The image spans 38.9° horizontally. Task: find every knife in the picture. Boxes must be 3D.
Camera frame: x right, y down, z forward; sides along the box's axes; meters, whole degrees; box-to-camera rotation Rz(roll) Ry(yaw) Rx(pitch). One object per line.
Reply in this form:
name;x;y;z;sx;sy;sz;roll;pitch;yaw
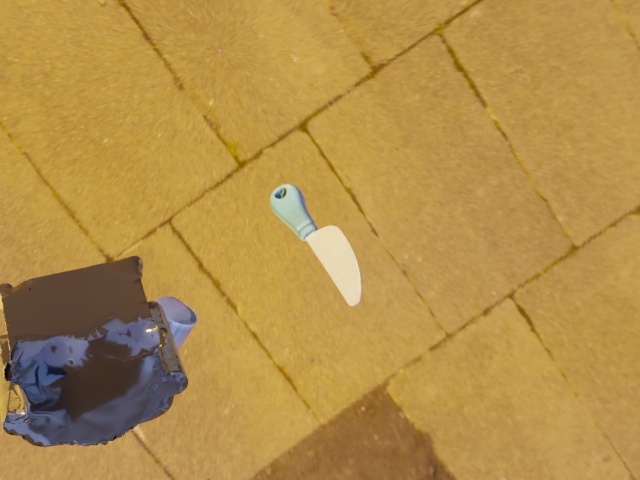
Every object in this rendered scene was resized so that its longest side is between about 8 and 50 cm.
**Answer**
knife;0.001;-0.002;1.259;0.058;0.244;0.032;-38;141;-3

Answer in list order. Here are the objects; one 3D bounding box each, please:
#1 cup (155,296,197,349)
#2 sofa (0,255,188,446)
cup;-0.260;0.158;1.470;0.074;0.104;0.116;31;108;0
sofa;-0.341;0.165;1.317;0.258;0.200;0.182;-13;132;-16
